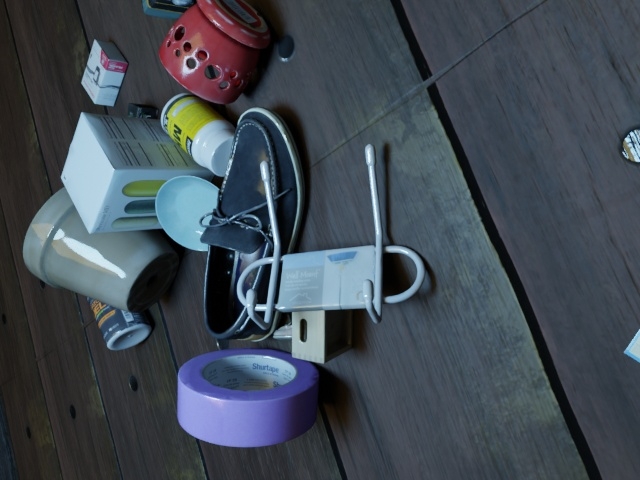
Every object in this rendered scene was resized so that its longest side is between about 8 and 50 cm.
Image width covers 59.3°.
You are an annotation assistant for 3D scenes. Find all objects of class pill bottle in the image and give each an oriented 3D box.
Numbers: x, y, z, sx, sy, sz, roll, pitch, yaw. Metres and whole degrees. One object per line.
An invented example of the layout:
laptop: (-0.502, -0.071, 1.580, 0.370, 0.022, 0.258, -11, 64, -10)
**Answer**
pill bottle: (-0.592, 0.181, 1.619, 0.130, 0.130, 0.245, -50, 61, 34)
pill bottle: (-0.262, -0.239, 1.275, 0.208, 0.119, 0.119, 41, 120, 33)

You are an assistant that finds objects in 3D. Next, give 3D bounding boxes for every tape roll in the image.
tape roll: (-0.141, 0.299, 1.110, 0.275, 0.275, 0.090, 10, 102, 42)

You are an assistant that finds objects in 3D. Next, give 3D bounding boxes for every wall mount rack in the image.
wall mount rack: (0.000, 0.000, 0.989, 0.350, 0.130, 0.304, -6, 58, 16)

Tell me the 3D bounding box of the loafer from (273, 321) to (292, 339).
loafer: (-0.049, 0.187, 1.177, 0.125, 0.045, 0.039, -11, 69, 43)

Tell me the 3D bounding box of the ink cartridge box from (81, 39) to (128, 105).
ink cartridge box: (-0.628, -0.483, 1.630, 0.109, 0.063, 0.150, 51, 125, 27)

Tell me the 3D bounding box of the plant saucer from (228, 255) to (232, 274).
plant saucer: (-0.229, 0.046, 1.344, 0.067, 0.018, 0.192, 32, 115, 36)

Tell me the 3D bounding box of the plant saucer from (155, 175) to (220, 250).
plant saucer: (-0.285, -0.067, 1.303, 0.195, 0.037, 0.195, 6, 122, 11)

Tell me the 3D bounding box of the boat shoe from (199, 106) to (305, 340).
boat shoe: (-0.151, -0.022, 1.159, 0.187, 0.156, 0.500, 14, 102, 34)

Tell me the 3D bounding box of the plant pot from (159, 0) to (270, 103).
plant pot: (-0.213, -0.409, 1.166, 0.174, 0.191, 0.191, -47, 63, 32)

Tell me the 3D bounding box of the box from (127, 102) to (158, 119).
box: (-0.481, -0.321, 1.510, 0.052, 0.062, 0.083, 27, 112, 37)

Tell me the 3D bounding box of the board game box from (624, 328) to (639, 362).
board game box: (0.476, 0.141, 0.689, 0.154, 0.026, 0.103, 38, 118, 34)

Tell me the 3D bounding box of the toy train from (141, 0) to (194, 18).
toy train: (-0.367, -0.695, 1.325, 0.190, 0.142, 0.334, -16, 83, 52)

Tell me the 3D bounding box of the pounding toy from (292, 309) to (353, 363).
pounding toy: (-0.002, 0.143, 1.078, 0.100, 0.130, 0.141, 4, 97, 31)

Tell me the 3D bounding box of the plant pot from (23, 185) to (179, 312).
plant pot: (-0.533, 0.036, 1.458, 0.280, 0.323, 0.323, 32, 117, 14)

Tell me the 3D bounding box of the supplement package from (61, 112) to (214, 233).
supplement package: (-0.436, -0.159, 1.347, 0.198, 0.263, 0.199, 53, 126, 26)
